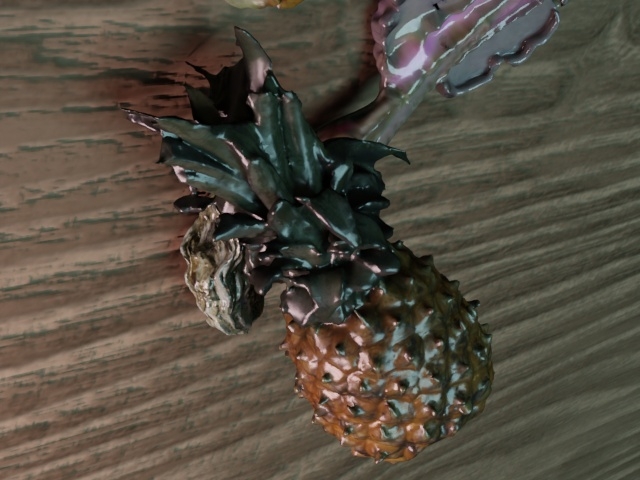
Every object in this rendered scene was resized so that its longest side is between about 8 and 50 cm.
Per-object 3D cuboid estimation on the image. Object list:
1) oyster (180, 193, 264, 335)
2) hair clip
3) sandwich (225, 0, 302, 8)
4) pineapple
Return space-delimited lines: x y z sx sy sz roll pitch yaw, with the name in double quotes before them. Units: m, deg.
"oyster" -0.066 0.009 1.087 0.125 0.064 0.177 -26 135 -55
"hair clip" 0.076 -0.133 1.089 0.300 0.069 0.173 -47 149 -2
"sandwich" 0.019 -0.260 0.843 0.220 0.108 0.186 -30 145 -24
"pineapple" 0.003 -0.001 0.973 0.165 0.165 0.364 -40 123 -14
